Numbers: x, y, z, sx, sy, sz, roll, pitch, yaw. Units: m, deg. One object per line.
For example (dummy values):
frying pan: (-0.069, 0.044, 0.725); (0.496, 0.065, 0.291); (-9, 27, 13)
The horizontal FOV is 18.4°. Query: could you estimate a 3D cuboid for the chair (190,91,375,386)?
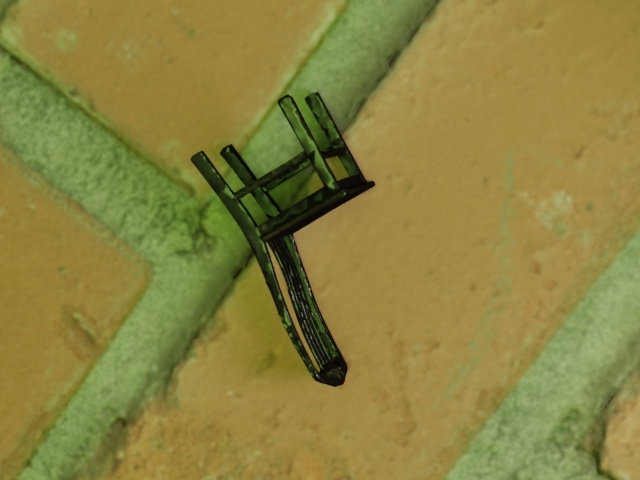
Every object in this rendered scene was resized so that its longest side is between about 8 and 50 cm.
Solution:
chair: (0.000, 0.000, 1.541); (0.101, 0.084, 0.212); (-31, 87, 19)
